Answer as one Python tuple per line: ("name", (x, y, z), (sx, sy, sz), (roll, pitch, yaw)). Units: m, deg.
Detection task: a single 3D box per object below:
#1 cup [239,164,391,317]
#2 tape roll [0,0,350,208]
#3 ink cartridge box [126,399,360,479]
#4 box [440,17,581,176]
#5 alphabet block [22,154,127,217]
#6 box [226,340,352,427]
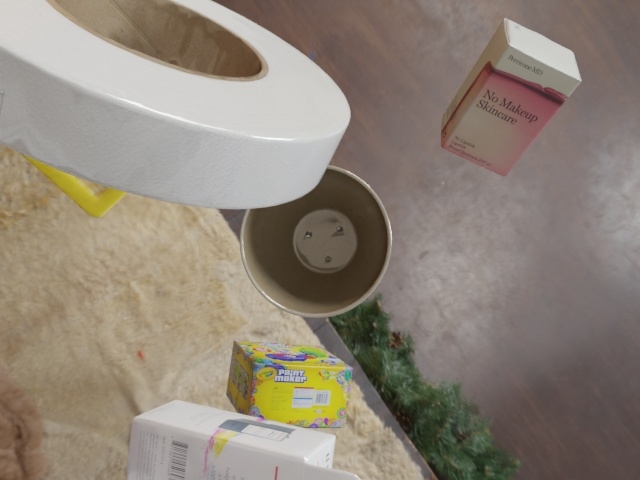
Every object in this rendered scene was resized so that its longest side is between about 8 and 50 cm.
("cup", (0.000, 0.000, 1.377), (0.331, 0.237, 0.331), (0, 91, 6))
("tape roll", (-0.158, -0.169, 0.550), (0.392, 0.392, 0.072), (29, 118, 1))
("ink cartridge box", (-0.101, 0.371, 0.841), (0.353, 0.119, 0.207), (6, 91, 22))
("box", (0.347, -0.262, 1.103), (0.148, 0.127, 0.232), (23, 132, -6))
("alphabet block", (-0.363, -0.186, 0.983), (0.192, 0.197, 0.193), (-42, 110, 9))
("box", (-0.100, 0.416, 1.720), (0.289, 0.279, 0.177), (7, 91, -21))
